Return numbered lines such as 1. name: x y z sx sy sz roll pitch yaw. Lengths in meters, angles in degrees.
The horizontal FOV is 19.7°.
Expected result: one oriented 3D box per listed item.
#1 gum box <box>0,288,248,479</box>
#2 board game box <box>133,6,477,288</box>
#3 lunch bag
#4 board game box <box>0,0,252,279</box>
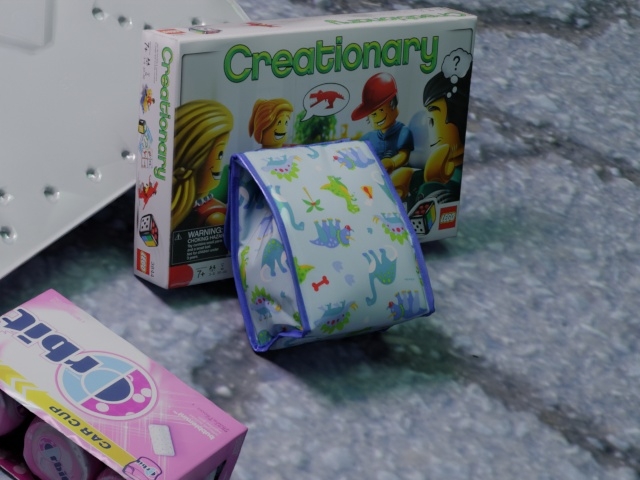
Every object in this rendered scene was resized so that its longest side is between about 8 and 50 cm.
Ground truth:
1. gum box: -0.149 0.122 1.218 0.188 0.062 0.107 33 35 19
2. board game box: -0.008 -0.080 1.469 0.305 0.193 0.053 -10 22 -38
3. lunch bag: 0.000 0.000 1.405 0.128 0.096 0.151 -8 82 -37
4. board game box: -0.267 -0.191 1.428 0.390 0.050 0.390 51 48 -1
